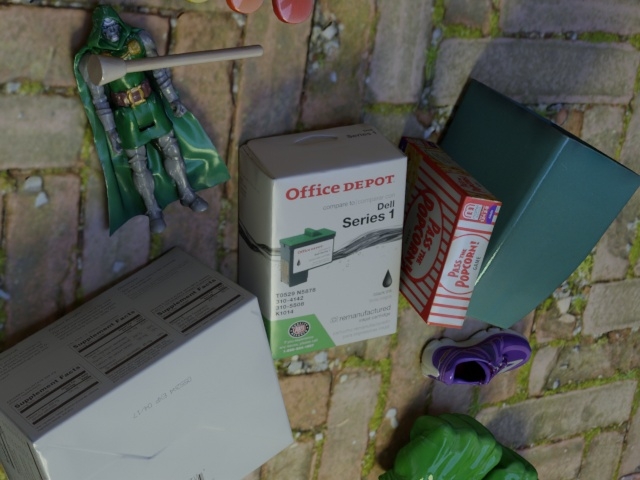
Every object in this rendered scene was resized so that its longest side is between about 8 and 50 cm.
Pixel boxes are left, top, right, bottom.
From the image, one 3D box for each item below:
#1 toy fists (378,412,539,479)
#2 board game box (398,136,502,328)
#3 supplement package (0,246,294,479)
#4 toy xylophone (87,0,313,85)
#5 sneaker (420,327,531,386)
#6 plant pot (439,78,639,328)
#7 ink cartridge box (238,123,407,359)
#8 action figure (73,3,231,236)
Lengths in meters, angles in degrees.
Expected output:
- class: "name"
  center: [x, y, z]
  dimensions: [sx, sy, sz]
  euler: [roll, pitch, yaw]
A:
- class: "toy fists"
  center: [0.190, 0.310, 1.811]
  dimensions: [0.142, 0.096, 0.279]
  euler: [-44, 135, 5]
- class: "board game box"
  center: [0.120, -0.012, 1.505]
  dimensions: [0.045, 0.193, 0.147]
  euler: [8, 109, -22]
- class: "supplement package"
  center: [-0.185, 0.172, 1.393]
  dimensions: [0.261, 0.145, 0.204]
  euler: [-32, 130, -26]
- class: "toy xylophone"
  center: [-0.114, -0.265, 1.235]
  dimensions: [0.322, 0.081, 0.236]
  euler: [-18, 109, -32]
- class: "sneaker"
  center: [0.205, 0.159, 1.752]
  dimensions: [0.169, 0.071, 0.068]
  euler: [-8, 119, -35]
- class: "plant pot"
  center: [0.213, -0.029, 1.593]
  dimensions: [0.165, 0.165, 0.234]
  euler: [21, 103, -44]
- class: "ink cartridge box"
  center: [0.000, 0.000, 1.479]
  dimensions: [0.160, 0.092, 0.219]
  euler: [-11, 121, -22]
- class: "action figure"
  center: [-0.173, -0.119, 1.318]
  dimensions: [0.137, 0.063, 0.232]
  euler: [-30, 125, -17]
